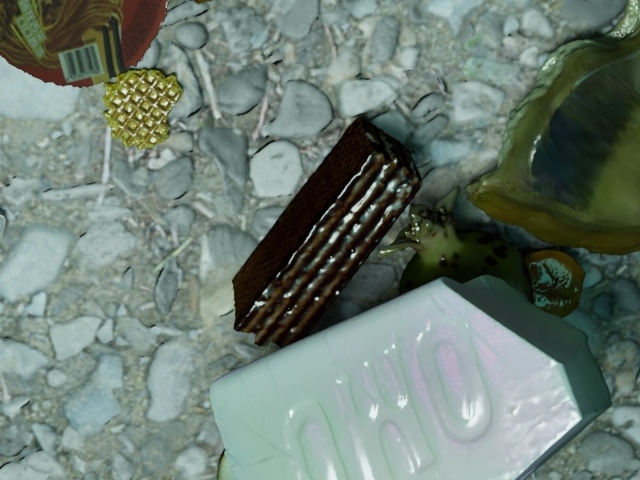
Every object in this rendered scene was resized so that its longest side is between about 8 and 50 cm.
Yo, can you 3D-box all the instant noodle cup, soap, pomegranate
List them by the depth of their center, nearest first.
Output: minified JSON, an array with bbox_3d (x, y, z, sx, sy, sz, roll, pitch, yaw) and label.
[{"bbox_3d":[-0.215,-0.276,1.240,0.274,0.091,0.274,12,114,28],"label":"instant noodle cup"},{"bbox_3d":[0.085,0.165,1.304,0.347,0.115,0.208,-25,76,24],"label":"soap"},{"bbox_3d":[0.133,0.041,1.417,0.148,0.148,0.169,-39,99,12],"label":"pomegranate"}]

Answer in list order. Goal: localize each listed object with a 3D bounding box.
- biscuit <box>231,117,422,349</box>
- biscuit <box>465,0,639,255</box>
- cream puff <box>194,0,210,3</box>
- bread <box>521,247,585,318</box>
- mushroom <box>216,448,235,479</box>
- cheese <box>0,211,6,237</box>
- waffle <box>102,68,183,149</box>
[{"bbox_3d":[0.000,0.000,1.404,0.070,0.106,0.252,32,108,-19],"label":"biscuit"},{"bbox_3d":[0.319,-0.131,1.394,0.329,0.078,0.335,0,116,-10],"label":"biscuit"},{"bbox_3d":[-0.100,-0.274,1.280,0.122,0.094,0.116,7,115,-13],"label":"cream puff"},{"bbox_3d":[0.240,0.046,1.480,0.081,0.046,0.083,31,109,-15],"label":"bread"},{"bbox_3d":[0.027,0.250,1.486,0.267,0.164,0.189,-43,67,19],"label":"mushroom"},{"bbox_3d":[-0.410,-0.036,1.386,0.192,0.037,0.097,15,113,-11],"label":"cheese"},{"bbox_3d":[-0.176,-0.129,1.379,0.078,0.016,0.085,5,113,-3],"label":"waffle"}]
